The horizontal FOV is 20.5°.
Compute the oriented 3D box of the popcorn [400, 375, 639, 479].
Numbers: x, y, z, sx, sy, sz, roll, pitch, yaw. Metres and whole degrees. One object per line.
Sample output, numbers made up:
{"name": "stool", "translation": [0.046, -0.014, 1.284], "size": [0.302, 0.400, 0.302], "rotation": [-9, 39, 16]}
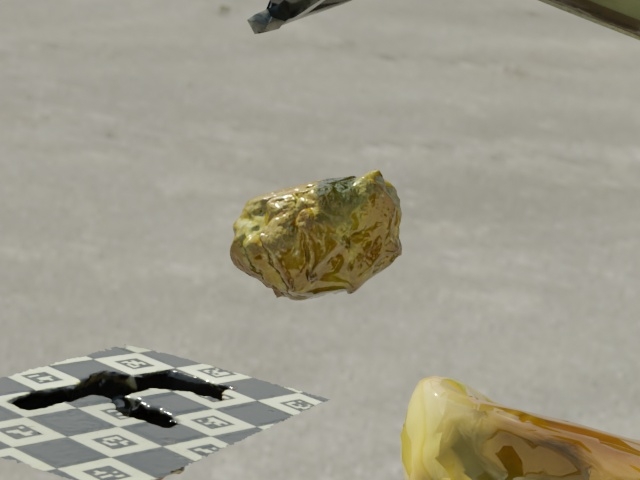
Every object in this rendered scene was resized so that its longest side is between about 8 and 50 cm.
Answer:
{"name": "popcorn", "translation": [0.121, 0.257, 0.617], "size": [0.354, 0.344, 0.390], "rotation": [-33, 59, -7]}

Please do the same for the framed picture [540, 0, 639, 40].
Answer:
{"name": "framed picture", "translation": [0.242, -0.245, 1.182], "size": [0.173, 0.231, 0.010], "rotation": [22, 23, -2]}

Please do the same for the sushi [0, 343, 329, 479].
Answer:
{"name": "sushi", "translation": [-0.139, 0.131, 1.186], "size": [0.192, 0.043, 0.279], "rotation": [13, 13, 25]}

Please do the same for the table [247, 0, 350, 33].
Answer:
{"name": "table", "translation": [0.047, -0.326, 0.921], "size": [0.272, 0.335, 0.222], "rotation": [-26, -1, -36]}

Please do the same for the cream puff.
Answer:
{"name": "cream puff", "translation": [0.000, 0.000, 0.865], "size": [0.083, 0.058, 0.083], "rotation": [-12, 2, 44]}
